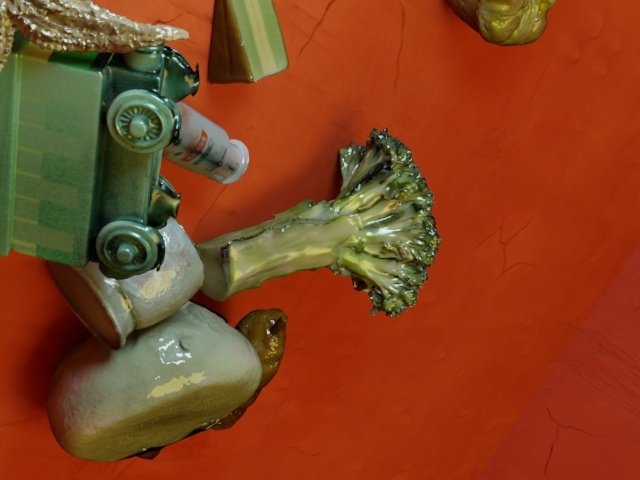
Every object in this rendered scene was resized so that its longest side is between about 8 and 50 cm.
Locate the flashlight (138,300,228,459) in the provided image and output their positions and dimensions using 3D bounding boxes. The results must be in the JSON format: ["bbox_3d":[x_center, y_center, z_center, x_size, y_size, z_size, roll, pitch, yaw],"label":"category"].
[{"bbox_3d":[-0.215,0.194,1.881,0.232,0.093,0.093,-61,152,4],"label":"flashlight"}]

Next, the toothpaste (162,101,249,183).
[{"bbox_3d":[-0.194,-0.140,1.541,0.100,0.066,0.323,-51,147,9],"label":"toothpaste"}]

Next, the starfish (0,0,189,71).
[{"bbox_3d":[-0.295,-0.217,1.211,0.302,0.060,0.299,-44,119,9],"label":"starfish"}]

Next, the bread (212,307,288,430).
[{"bbox_3d":[-0.112,0.174,1.899,0.344,0.084,0.124,126,-24,-56],"label":"bread"}]

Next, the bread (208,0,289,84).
[{"bbox_3d":[-0.102,-0.262,1.592,0.074,0.084,0.139,-31,115,-36],"label":"bread"}]

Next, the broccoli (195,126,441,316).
[{"bbox_3d":[-0.003,0.015,1.893,0.361,0.221,0.252,-31,140,-17],"label":"broccoli"}]

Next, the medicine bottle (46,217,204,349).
[{"bbox_3d":[-0.233,0.039,1.590,0.143,0.147,0.147,-38,149,-22],"label":"medicine bottle"}]

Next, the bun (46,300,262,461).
[{"bbox_3d":[-0.229,0.165,1.723,0.283,0.179,0.283,-22,160,-9],"label":"bun"}]

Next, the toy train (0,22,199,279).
[{"bbox_3d":[-0.237,-0.095,1.366,0.120,0.202,0.301,-75,179,-52],"label":"toy train"}]

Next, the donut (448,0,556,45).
[{"bbox_3d":[0.286,-0.410,1.901,0.208,0.128,0.261,6,117,-58],"label":"donut"}]
